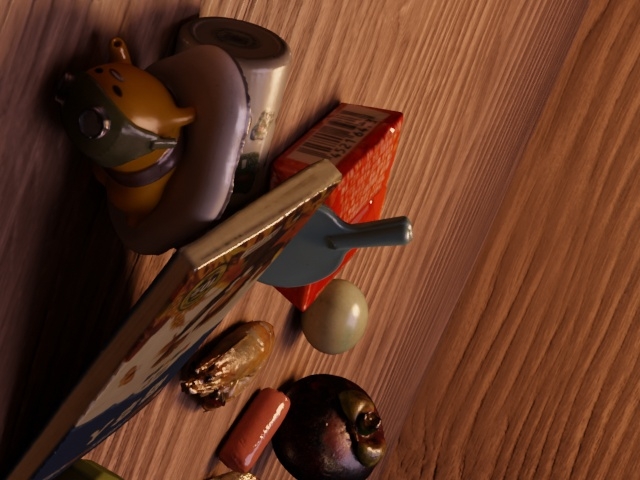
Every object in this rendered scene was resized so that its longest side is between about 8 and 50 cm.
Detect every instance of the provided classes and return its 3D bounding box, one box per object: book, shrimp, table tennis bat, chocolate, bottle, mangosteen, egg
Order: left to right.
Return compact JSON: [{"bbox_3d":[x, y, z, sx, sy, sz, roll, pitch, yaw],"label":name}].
[{"bbox_3d":[-0.165,0.101,1.245,0.428,0.039,0.300,-49,173,34],"label":"book"},{"bbox_3d":[-0.113,-0.099,1.223,0.120,0.120,0.253,-39,151,-55],"label":"bottle"},{"bbox_3d":[-0.144,0.197,1.675,0.152,0.063,0.287,-58,168,20],"label":"shrimp"},{"bbox_3d":[0.000,0.000,1.539,0.040,0.244,0.152,-92,174,-49],"label":"table tennis bat"},{"bbox_3d":[0.010,-0.058,1.673,0.237,0.108,0.234,-48,157,-46],"label":"chocolate"},{"bbox_3d":[0.018,0.335,2.076,0.216,0.216,0.216,-54,161,-29],"label":"mangosteen"},{"bbox_3d":[0.023,0.131,1.968,0.114,0.114,0.152,-47,158,-44],"label":"egg"}]

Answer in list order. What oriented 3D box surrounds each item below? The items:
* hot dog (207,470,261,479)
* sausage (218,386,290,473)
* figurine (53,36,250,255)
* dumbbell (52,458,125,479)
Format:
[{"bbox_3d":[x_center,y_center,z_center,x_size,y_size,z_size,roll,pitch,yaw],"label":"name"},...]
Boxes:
[{"bbox_3d":[-0.166,0.423,1.920,0.169,0.061,0.078,-4,88,-48],"label":"hot dog"},{"bbox_3d":[-0.108,0.313,1.931,0.154,0.062,0.062,-55,161,-26],"label":"sausage"},{"bbox_3d":[-0.182,-0.075,1.063,0.141,0.166,0.250,-10,141,-42],"label":"figurine"},{"bbox_3d":[-0.319,0.401,1.338,0.301,0.121,0.108,-61,-157,-12],"label":"dumbbell"}]
